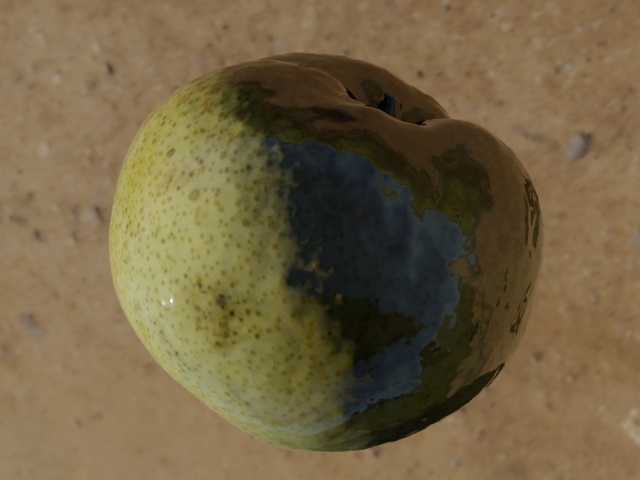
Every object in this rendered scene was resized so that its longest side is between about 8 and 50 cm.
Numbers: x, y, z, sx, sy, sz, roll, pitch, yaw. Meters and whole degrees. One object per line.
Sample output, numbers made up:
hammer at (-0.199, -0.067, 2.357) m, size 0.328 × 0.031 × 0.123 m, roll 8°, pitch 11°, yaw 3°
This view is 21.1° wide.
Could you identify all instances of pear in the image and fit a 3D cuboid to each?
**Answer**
pear at (0.000, 0.000, 0.654) m, size 0.167 × 0.167 × 0.136 m, roll 29°, pitch 110°, yaw 25°
